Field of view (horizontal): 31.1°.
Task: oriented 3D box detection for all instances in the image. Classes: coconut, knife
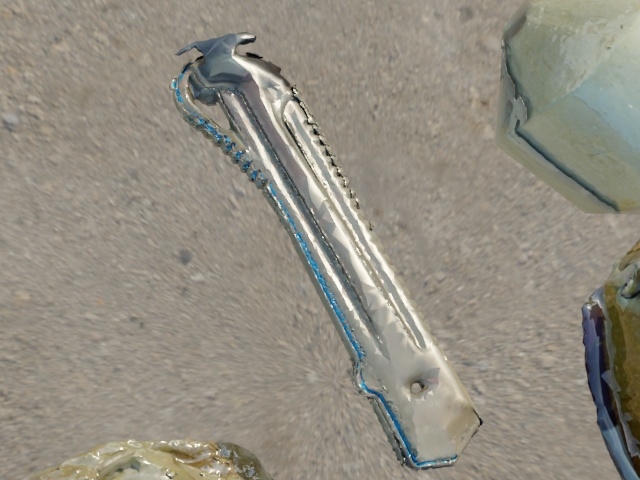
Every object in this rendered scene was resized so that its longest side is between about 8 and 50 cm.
[{"bbox_3d":[0.363,-0.193,1.416,0.323,0.323,0.322,0,83,1],"label":"coconut"},{"bbox_3d":[0.000,0.002,0.820,0.089,0.043,0.365,-27,70,-8],"label":"knife"}]

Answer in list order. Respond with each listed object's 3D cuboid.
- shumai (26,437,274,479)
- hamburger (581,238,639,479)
[{"bbox_3d":[-0.093,0.281,0.759,0.314,0.262,0.266,2,95,-29],"label":"shumai"},{"bbox_3d":[0.316,0.073,0.627,0.318,0.195,0.276,-22,82,28],"label":"hamburger"}]
